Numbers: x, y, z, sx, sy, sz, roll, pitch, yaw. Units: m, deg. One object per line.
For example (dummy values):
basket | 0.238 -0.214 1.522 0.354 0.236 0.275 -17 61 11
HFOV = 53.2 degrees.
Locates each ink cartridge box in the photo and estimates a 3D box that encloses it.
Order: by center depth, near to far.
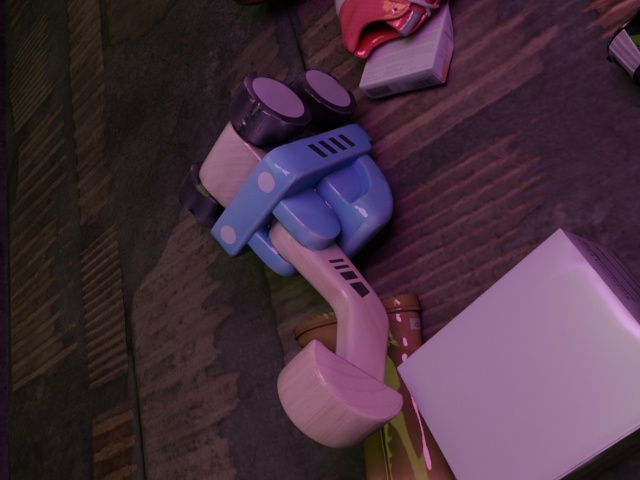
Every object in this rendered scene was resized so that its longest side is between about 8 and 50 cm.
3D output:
ink cartridge box | 0.147 -0.318 1.016 0.145 0.045 0.179 -2 61 44

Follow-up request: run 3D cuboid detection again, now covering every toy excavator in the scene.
toy excavator | 0.000 0.000 0.881 0.445 0.433 0.222 46 124 9

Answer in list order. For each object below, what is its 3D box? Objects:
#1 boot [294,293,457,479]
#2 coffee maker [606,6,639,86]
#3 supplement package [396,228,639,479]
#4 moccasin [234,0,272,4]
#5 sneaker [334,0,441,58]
boot | 0.066 0.231 0.920 0.236 0.089 0.270 -22 67 39
coffee maker | 0.421 -0.183 0.671 0.171 0.120 0.178 -22 65 13
supplement package | 0.256 0.154 0.714 0.262 0.145 0.204 -46 53 26
moccasin | -0.020 -0.527 1.155 0.380 0.147 0.139 -19 82 36
sneaker | 0.150 -0.372 0.950 0.314 0.116 0.136 -22 58 43
